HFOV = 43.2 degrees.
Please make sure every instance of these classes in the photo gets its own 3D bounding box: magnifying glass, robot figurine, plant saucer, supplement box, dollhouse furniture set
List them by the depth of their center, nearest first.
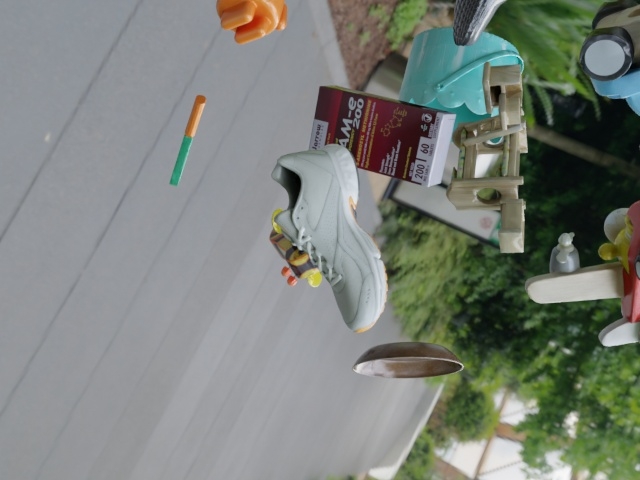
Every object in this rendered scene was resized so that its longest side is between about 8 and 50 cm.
[{"bbox_3d":[0.204,-0.104,1.024,0.161,0.101,0.182,68,28,-48],"label":"dollhouse furniture set"},{"bbox_3d":[0.105,-0.188,1.428,0.073,0.239,0.130,-18,122,-61],"label":"supplement box"},{"bbox_3d":[0.155,0.213,1.446,0.198,0.198,0.036,78,12,-69],"label":"plant saucer"},{"bbox_3d":[-0.127,-0.484,1.568,0.128,0.158,0.220,126,-22,-60],"label":"robot figurine"},{"bbox_3d":[-0.274,-0.203,1.667,0.092,0.026,0.231,-83,-166,-45],"label":"magnifying glass"}]

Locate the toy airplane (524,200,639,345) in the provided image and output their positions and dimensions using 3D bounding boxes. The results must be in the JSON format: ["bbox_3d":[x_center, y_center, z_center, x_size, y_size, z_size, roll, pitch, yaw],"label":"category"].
[{"bbox_3d":[0.702,0.056,1.780,0.384,0.386,0.273,-43,-140,36],"label":"toy airplane"}]

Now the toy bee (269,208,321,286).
[{"bbox_3d":[-0.043,0.017,1.740,0.162,0.195,0.298,-41,-173,-21],"label":"toy bee"}]

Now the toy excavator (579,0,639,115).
[{"bbox_3d":[0.822,-0.330,1.713,0.445,0.432,0.222,59,39,-22],"label":"toy excavator"}]

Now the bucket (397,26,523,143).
[{"bbox_3d":[0.306,-0.337,1.784,0.281,0.281,0.183,36,65,-77],"label":"bucket"}]

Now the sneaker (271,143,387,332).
[{"bbox_3d":[0.000,0.000,1.077,0.121,0.263,0.099,-7,162,-30],"label":"sneaker"}]

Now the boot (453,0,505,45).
[{"bbox_3d":[0.399,-0.485,1.500,0.338,0.222,0.118,116,-23,-44],"label":"boot"}]
